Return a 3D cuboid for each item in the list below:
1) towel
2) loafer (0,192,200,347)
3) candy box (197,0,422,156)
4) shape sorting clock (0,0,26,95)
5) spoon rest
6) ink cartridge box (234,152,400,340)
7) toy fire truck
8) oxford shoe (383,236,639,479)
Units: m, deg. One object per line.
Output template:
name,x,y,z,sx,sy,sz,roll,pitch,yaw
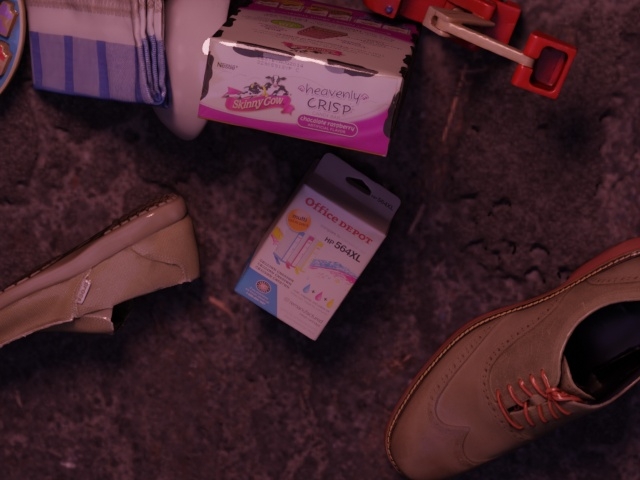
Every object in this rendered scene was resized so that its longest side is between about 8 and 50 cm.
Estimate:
towel,-0.209,-0.260,1.437,0.209,0.034,0.285,13,113,46
loafer,-0.228,0.055,1.568,0.268,0.102,0.092,-30,96,15
candy box,-0.003,-0.147,1.404,0.159,0.233,0.071,12,109,4
shape sorting clock,-0.368,-0.206,1.527,0.206,0.040,0.206,3,105,12
spoon rest,-0.110,-0.226,1.460,0.084,0.137,0.276,-1,98,-20
ink cartridge box,0.000,0.000,1.526,0.092,0.090,0.143,32,109,-3
toy fire truck,0.123,-0.188,1.425,0.192,0.135,0.047,21,109,0
oxford shoe,0.195,0.122,1.519,0.348,0.130,0.123,-40,99,17
